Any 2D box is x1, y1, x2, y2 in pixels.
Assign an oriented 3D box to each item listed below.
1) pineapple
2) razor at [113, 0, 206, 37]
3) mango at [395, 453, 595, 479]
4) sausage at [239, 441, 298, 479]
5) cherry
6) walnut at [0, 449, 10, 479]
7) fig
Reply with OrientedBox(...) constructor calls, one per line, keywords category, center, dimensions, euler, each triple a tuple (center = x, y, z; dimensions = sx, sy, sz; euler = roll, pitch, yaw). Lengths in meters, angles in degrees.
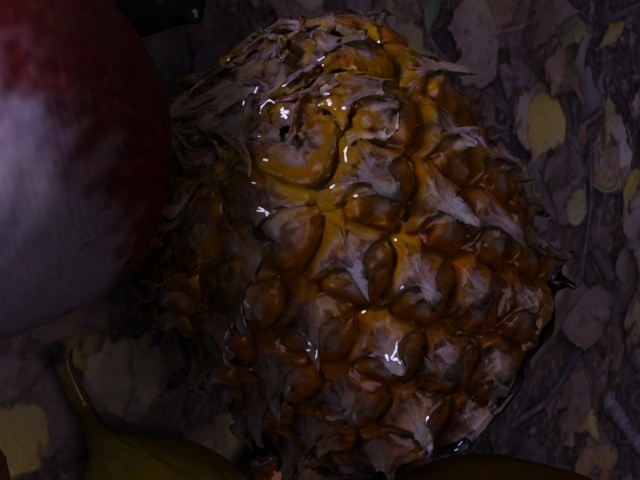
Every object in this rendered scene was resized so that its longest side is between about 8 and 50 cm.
OrientedBox(category="pineapple", center=(-0.001, -0.002, 1.042), dimensions=(0.300, 0.352, 0.352), euler=(49, 65, -27))
OrientedBox(category="razor", center=(-0.161, -0.201, 1.050), dimensions=(0.148, 0.054, 0.090), euler=(-21, 110, -37))
OrientedBox(category="mango", center=(0.185, 0.359, 1.320), dimensions=(0.446, 0.232, 0.300), euler=(2, 91, -48))
OrientedBox(category="sausage", center=(0.000, 0.128, 1.236), dimensions=(0.053, 0.053, 0.347), euler=(41, 70, -36))
OrientedBox(category="cherry", center=(-0.272, -0.066, 0.834), dimensions=(0.326, 0.291, 0.335), euler=(-44, 110, 5))
OrientedBox(category="walnut", center=(-0.308, 0.193, 0.899), dimensions=(0.213, 0.213, 0.213), euler=(-7, 101, -40))
OrientedBox(category="fig", center=(-0.144, 0.201, 1.087), dimensions=(0.159, 0.159, 0.257), euler=(-36, 101, -31))
